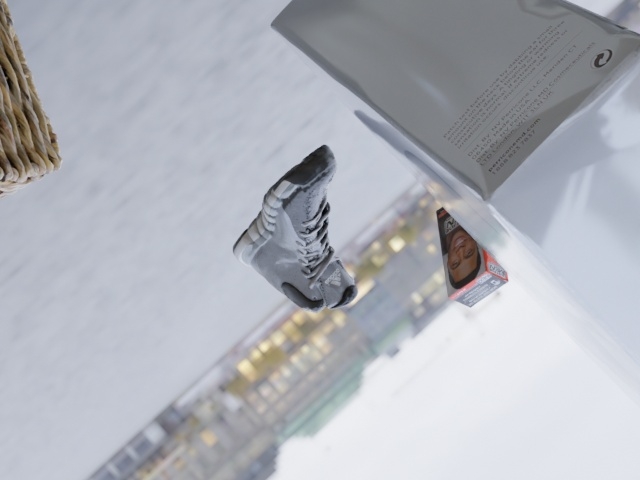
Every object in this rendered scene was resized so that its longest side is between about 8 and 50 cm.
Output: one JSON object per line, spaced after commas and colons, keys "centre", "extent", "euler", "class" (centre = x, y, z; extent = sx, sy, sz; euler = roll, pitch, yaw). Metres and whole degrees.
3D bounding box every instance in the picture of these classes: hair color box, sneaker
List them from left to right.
{"centre": [0.000, 0.000, 1.605], "extent": [0.086, 0.132, 0.229], "euler": [-40, 174, -28], "class": "sneaker"}
{"centre": [0.193, 0.007, 2.029], "extent": [0.072, 0.043, 0.141], "euler": [-38, -138, 35], "class": "hair color box"}

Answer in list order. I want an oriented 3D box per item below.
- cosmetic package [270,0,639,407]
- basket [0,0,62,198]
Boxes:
{"centre": [0.165, 0.018, 0.800], "extent": [0.097, 0.377, 0.284], "euler": [-44, -152, 4], "class": "cosmetic package"}
{"centre": [-0.425, -0.153, 1.506], "extent": [0.223, 0.299, 0.213], "euler": [-21, 178, 31], "class": "basket"}
